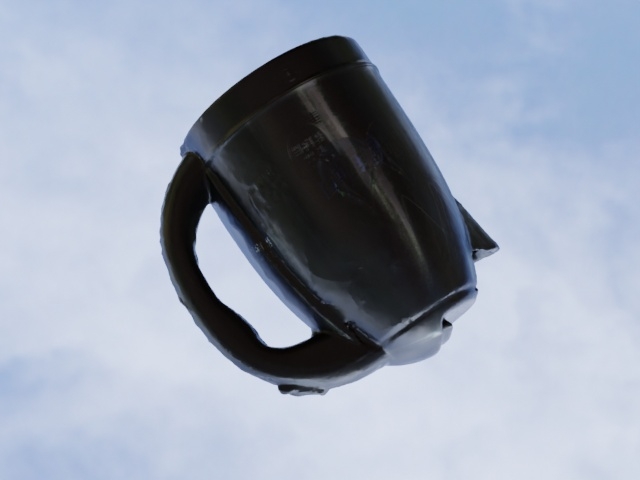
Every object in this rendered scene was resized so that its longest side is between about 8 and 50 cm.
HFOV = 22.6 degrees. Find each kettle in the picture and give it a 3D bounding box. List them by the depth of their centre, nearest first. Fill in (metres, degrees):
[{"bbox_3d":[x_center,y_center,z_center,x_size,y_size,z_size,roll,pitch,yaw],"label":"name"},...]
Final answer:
[{"bbox_3d":[0.000,0.000,1.645,0.321,0.228,0.324,-29,-103,-23],"label":"kettle"}]
